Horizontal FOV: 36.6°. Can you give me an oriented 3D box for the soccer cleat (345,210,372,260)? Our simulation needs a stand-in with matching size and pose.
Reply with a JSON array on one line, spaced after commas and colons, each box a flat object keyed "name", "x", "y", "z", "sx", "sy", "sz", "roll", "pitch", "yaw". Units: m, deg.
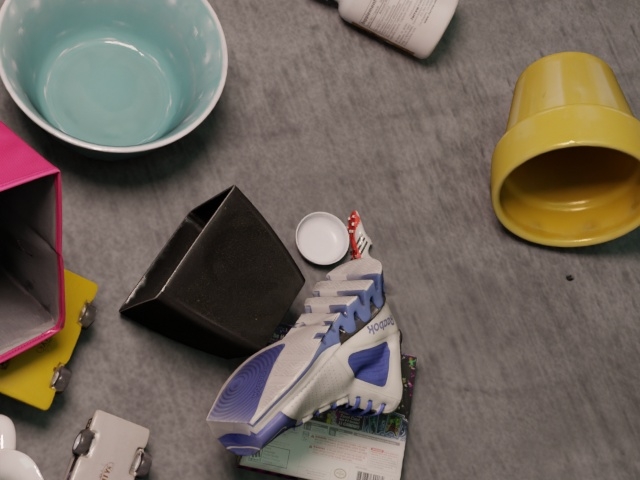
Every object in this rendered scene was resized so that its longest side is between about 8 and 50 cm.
[{"name": "soccer cleat", "x": 0.061, "y": -0.004, "z": 1.481, "sx": 0.036, "sy": 0.029, "sz": 0.083, "roll": 1, "pitch": 75, "yaw": -25}]

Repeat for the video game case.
[{"name": "video game case", "x": 0.013, "y": 0.241, "z": 1.374, "sx": 0.232, "sy": 0.042, "sz": 0.210, "roll": 14, "pitch": 69, "yaw": -11}]

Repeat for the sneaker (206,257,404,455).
[{"name": "sneaker", "x": 0.018, "y": 0.186, "z": 1.265, "sx": 0.315, "sy": 0.127, "sz": 0.182, "roll": -46, "pitch": 116, "yaw": -32}]

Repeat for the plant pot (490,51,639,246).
[{"name": "plant pot", "x": 0.391, "y": -0.156, "z": 1.520, "sx": 0.254, "sy": 0.254, "sz": 0.239, "roll": 13, "pitch": 53, "yaw": -11}]

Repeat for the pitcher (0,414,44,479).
[{"name": "pitcher", "x": -0.404, "y": 0.327, "z": 1.152, "sx": 0.125, "sy": 0.207, "sz": 0.177, "roll": 16, "pitch": 32, "yaw": -38}]

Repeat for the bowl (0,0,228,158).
[{"name": "bowl", "x": -0.300, "y": -0.239, "z": 1.383, "sx": 0.312, "sy": 0.163, "sz": 0.311, "roll": 5, "pitch": 71, "yaw": -15}]

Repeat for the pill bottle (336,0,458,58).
[{"name": "pill bottle", "x": 0.099, "y": -0.400, "z": 1.567, "sx": 0.229, "sy": 0.131, "sz": 0.131, "roll": 26, "pitch": 67, "yaw": -6}]

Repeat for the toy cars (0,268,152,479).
[{"name": "toy cars", "x": -0.332, "y": 0.227, "z": 1.261, "sx": 0.176, "sy": 0.087, "sz": 0.393, "roll": -16, "pitch": 81, "yaw": -36}]

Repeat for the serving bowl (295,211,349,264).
[{"name": "serving bowl", "x": 0.000, "y": 0.000, "z": 1.460, "sx": 0.083, "sy": 0.027, "sz": 0.083, "roll": 5, "pitch": 71, "yaw": -14}]

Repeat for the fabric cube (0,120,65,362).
[{"name": "fabric cube", "x": -0.473, "y": -0.005, "z": 1.106, "sx": 0.258, "sy": 0.259, "sz": 0.254, "roll": 36, "pitch": 45, "yaw": 29}]

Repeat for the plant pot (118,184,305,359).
[{"name": "plant pot", "x": -0.136, "y": 0.061, "z": 1.328, "sx": 0.167, "sy": 0.187, "sz": 0.188, "roll": 38, "pitch": 66, "yaw": -16}]
